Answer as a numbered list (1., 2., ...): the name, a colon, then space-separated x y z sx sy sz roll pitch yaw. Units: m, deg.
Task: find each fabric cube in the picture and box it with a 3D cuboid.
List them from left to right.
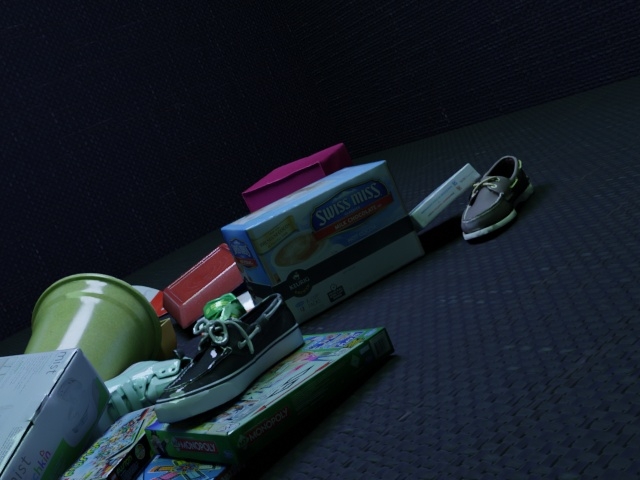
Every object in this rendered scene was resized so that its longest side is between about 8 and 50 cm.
1. fabric cube: -0.027 -0.097 2.035 0.259 0.254 0.258 -19 13 22

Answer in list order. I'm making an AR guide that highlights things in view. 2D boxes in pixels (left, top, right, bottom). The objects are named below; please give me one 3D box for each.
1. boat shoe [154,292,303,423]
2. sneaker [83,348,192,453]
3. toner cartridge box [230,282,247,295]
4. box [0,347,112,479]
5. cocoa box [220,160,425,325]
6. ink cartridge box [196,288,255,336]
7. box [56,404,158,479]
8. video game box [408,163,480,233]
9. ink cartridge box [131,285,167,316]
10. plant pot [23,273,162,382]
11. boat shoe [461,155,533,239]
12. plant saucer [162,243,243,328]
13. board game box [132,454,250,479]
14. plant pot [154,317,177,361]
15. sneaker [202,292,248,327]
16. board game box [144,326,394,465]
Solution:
1. boat shoe: -0.135 0.160 1.043 0.113 0.105 0.306 -16 8 40
2. sneaker: -0.318 0.276 1.256 0.151 0.094 0.256 -16 14 24
3. toner cartridge box: -0.181 0.100 1.878 0.347 0.075 0.165 -15 15 42
4. box: -0.491 0.304 1.094 0.231 0.127 0.262 -9 34 17
5. cocoa box: 0.000 0.000 1.544 0.347 0.228 0.231 -27 11 -18
6. ink cartridge box: -0.224 0.176 1.683 0.145 0.045 0.179 -25 8 -3
7. box: -0.293 0.309 1.032 0.114 0.036 0.207 -21 11 19
8. video game box: 0.252 -0.076 1.620 0.187 0.048 0.205 -39 -3 -17
9. ink cartridge box: -0.583 0.199 2.243 0.384 0.091 0.308 -24 10 6
10. plant pot: -0.477 0.244 1.409 0.276 0.276 0.254 -22 22 9
11. boat shoe: 0.377 -0.097 1.552 0.116 0.097 0.324 -15 14 38
12. plant saucer: -0.288 0.099 1.821 0.259 0.048 0.258 -39 21 -14
13. board game box: -0.235 0.335 0.952 0.281 0.027 0.145 -15 14 40
14. plant pot: -0.368 0.236 1.588 0.081 0.083 0.081 -19 11 19
15. sneaker: -0.192 0.179 1.367 0.109 0.124 0.295 -23 11 1
16. board game box: -0.069 0.218 1.036 0.213 0.046 0.317 -13 10 47
